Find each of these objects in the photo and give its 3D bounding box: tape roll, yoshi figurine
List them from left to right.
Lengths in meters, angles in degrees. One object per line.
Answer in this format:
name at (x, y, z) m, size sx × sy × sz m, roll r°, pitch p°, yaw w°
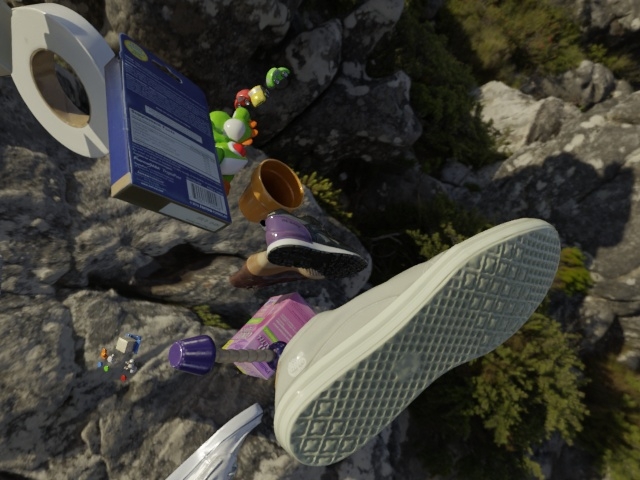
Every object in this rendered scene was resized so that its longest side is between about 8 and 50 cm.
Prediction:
tape roll at (-0.670, -0.414, 1.124) m, size 0.392 × 0.392 × 0.072 m, roll 54°, pitch 43°, yaw -14°
yoshi figurine at (-0.365, -0.329, 1.486) m, size 0.203 × 0.203 × 0.362 m, roll 30°, pitch 57°, yaw -21°

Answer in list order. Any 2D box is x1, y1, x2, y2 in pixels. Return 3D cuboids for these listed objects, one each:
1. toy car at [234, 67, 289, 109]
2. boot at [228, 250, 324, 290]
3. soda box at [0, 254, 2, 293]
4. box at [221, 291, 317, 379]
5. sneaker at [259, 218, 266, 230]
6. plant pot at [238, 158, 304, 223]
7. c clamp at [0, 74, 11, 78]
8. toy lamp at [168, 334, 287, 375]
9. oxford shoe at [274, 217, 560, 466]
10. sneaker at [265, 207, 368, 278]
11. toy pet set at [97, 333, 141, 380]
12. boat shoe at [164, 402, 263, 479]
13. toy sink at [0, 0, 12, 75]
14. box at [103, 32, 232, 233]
toy car at (-0.210, -0.574, 1.549) m, size 0.225 × 0.239 × 0.053 m, roll -46°, pitch 121°, yaw -13°
boot at (-0.118, 0.092, 1.225) m, size 0.248 × 0.207 × 0.090 m, roll 12°, pitch 60°, yaw -34°
soda box at (-0.649, 0.079, 0.620) m, size 0.091 × 0.098 × 0.286 m, roll 37°, pitch 32°, yaw 12°
box at (-0.157, 0.290, 1.298) m, size 0.117 × 0.213 × 0.243 m, roll 49°, pitch 62°, yaw -10°
sneaker at (-0.159, -0.037, 1.386) m, size 0.109 × 0.044 × 0.040 m, roll 25°, pitch 81°, yaw 23°
plant pot at (-0.196, -0.161, 1.538) m, size 0.205 × 0.188 × 0.205 m, roll 29°, pitch 46°, yaw -34°
c clamp at (-0.970, -0.548, 1.335) m, size 0.160 × 0.022 × 0.137 m, roll -19°, pitch 123°, yaw -17°
toy lamp at (-0.181, 0.238, 0.870) m, size 0.274 × 0.080 × 0.080 m, roll 21°, pitch 79°, yaw -49°
oxford shoe at (0.126, 0.096, 0.540) m, size 0.449 × 0.130 × 0.169 m, roll -31°, pitch 116°, yaw -14°
sneaker at (0.000, 0.000, 0.955) m, size 0.283 × 0.107 × 0.124 m, roll 20°, pitch 48°, yaw -42°
toy pet set at (-0.582, 0.339, 1.250) m, size 0.065 × 0.122 × 0.114 m, roll 19°, pitch 88°, yaw -64°
boat shoe at (-0.200, 0.427, 0.800) m, size 0.258 × 0.095 × 0.084 m, roll -40°, pitch 76°, yaw -17°
toy sink at (-0.777, -0.479, 0.902) m, size 0.152 × 0.131 × 0.234 m, roll -10°, pitch 80°, yaw 1°
box at (-0.181, -0.126, 0.498) m, size 0.136 × 0.036 × 0.225 m, roll 25°, pitch 43°, yaw -54°
